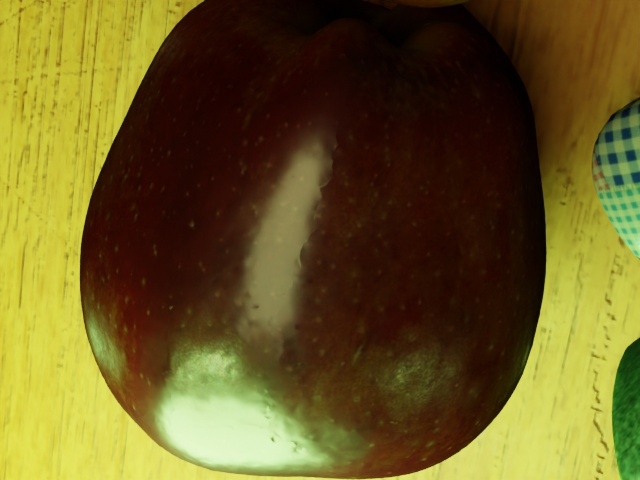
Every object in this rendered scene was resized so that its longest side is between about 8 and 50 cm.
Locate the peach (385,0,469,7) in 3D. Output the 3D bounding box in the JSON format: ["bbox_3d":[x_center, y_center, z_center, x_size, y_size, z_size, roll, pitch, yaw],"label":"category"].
[{"bbox_3d":[0.066,-0.245,1.021,0.231,0.231,0.231,9,115,21],"label":"peach"}]

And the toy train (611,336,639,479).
[{"bbox_3d":[0.364,0.067,1.008,0.272,0.179,0.442,39,125,-17],"label":"toy train"}]

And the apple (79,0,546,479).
[{"bbox_3d":[0.000,0.000,1.119,0.288,0.288,0.316,19,112,16],"label":"apple"}]

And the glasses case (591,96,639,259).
[{"bbox_3d":[0.307,-0.082,1.055,0.327,0.076,0.125,-31,94,32],"label":"glasses case"}]
